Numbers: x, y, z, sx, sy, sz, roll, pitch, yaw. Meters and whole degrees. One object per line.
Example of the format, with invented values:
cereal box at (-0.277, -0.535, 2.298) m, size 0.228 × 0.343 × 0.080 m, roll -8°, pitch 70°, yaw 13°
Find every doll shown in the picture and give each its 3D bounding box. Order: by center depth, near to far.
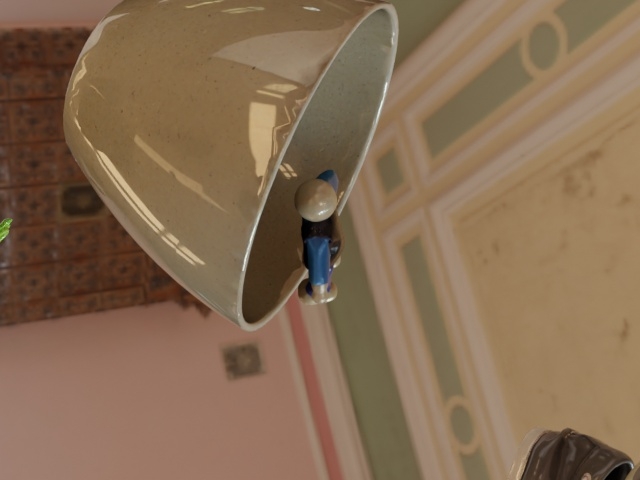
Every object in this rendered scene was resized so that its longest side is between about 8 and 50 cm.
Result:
doll at (0.000, 0.000, 0.980) m, size 0.189 × 0.046 × 0.129 m, roll 90°, pitch 5°, yaw -64°

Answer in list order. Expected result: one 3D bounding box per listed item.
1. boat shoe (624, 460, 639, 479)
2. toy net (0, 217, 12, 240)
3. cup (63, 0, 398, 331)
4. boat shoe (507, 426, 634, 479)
boat shoe at (0.372, 0.148, 0.872) m, size 0.113 × 0.302 × 0.103 m, roll 49°, pitch -34°, yaw 0°
toy net at (-0.458, 0.050, 1.227) m, size 0.045 × 0.122 × 0.232 m, roll 46°, pitch -67°, yaw 0°
cup at (-0.100, -0.111, 1.007) m, size 0.236 × 0.331 × 0.331 m, roll 24°, pitch -53°, yaw 12°
boat shoe at (0.194, 0.331, 0.928) m, size 0.095 × 0.112 × 0.335 m, roll 6°, pitch -105°, yaw 43°
